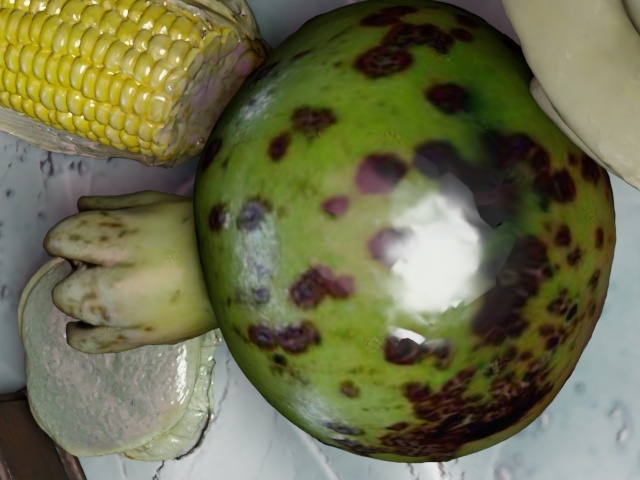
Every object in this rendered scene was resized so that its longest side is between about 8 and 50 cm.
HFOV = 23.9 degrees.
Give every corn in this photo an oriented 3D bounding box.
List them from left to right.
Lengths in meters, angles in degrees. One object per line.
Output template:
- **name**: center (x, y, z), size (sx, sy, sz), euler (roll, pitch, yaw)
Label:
- **corn**: center (-0.178, -0.136, 0.962), size (0.305, 0.122, 0.123), euler (22, 69, 20)

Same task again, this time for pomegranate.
- **pomegranate**: center (0.005, -0.017, 0.809), size (0.306, 0.242, 0.242), euler (18, 95, 20)

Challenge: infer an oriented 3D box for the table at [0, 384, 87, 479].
- **table**: center (-0.265, 0.240, 0.886), size (0.196, 0.282, 0.250), euler (-29, 77, 20)

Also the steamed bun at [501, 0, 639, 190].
- **steamed bun**: center (0.234, -0.137, 0.692), size (0.343, 0.255, 0.367), euler (-15, 55, -15)

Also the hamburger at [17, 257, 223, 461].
- **hamburger**: center (-0.126, 0.071, 0.954), size (0.133, 0.062, 0.140), euler (-6, 84, 19)
